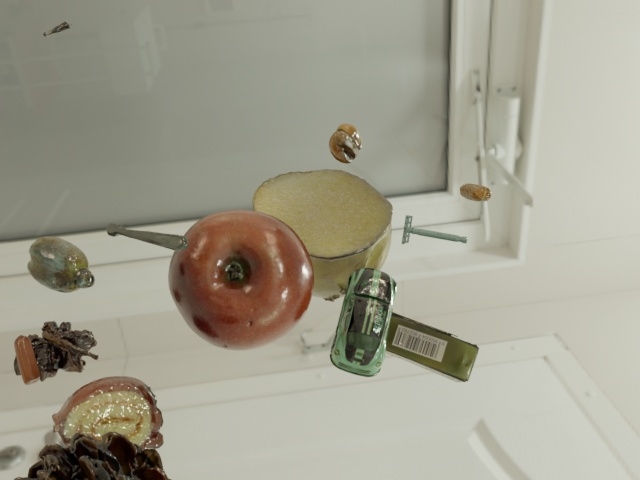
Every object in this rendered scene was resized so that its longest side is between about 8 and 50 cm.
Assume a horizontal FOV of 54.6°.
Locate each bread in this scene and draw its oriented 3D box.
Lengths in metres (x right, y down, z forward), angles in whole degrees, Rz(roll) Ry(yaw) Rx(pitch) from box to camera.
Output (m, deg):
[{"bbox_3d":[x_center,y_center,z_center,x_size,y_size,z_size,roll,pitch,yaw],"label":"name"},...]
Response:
[{"bbox_3d":[-0.511,0.422,1.476,0.123,0.244,0.190,-26,-111,59],"label":"bread"},{"bbox_3d":[0.418,-0.130,1.674,0.157,0.052,0.044,-110,-160,-81],"label":"bread"}]

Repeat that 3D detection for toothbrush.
[{"bbox_3d":[-0.350,-0.009,1.241,0.297,0.030,0.030,9,-80,45],"label":"toothbrush"}]

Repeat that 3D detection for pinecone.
[{"bbox_3d":[-0.388,0.476,1.037,0.242,0.295,0.298,23,-80,50],"label":"pinecone"}]

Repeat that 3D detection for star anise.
[{"bbox_3d":[-0.747,0.297,1.735,0.190,0.220,0.126,39,-37,57],"label":"star anise"}]

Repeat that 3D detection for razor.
[{"bbox_3d":[0.410,-0.023,2.219,0.068,0.231,0.106,-11,110,-68],"label":"razor"}]

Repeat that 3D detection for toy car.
[{"bbox_3d":[0.121,0.193,1.600,0.125,0.136,0.306,105,1,-59],"label":"toy car"}]

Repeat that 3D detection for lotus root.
[{"bbox_3d":[-0.575,0.059,1.381,0.088,0.192,0.113,-4,112,-63],"label":"lotus root"}]

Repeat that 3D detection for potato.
[{"bbox_3d":[0.000,0.000,1.968,0.442,0.385,0.319,34,-38,26],"label":"potato"}]

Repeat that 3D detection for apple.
[{"bbox_3d":[-0.188,0.090,1.469,0.277,0.348,0.349,80,3,-83],"label":"apple"}]

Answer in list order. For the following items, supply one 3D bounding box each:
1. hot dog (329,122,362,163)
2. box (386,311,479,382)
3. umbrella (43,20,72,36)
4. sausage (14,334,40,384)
[{"bbox_3d":[0.064,-0.238,1.510,0.060,0.090,0.140,36,-10,29],"label":"hot dog"},{"bbox_3d":[0.354,0.377,2.222,0.420,0.372,0.138,58,53,-75],"label":"box"},{"bbox_3d":[-0.667,-0.535,1.572,0.031,0.083,0.020,6,-50,44],"label":"umbrella"},{"bbox_3d":[-0.764,0.308,1.611,0.041,0.039,0.131,14,48,-61],"label":"sausage"}]
